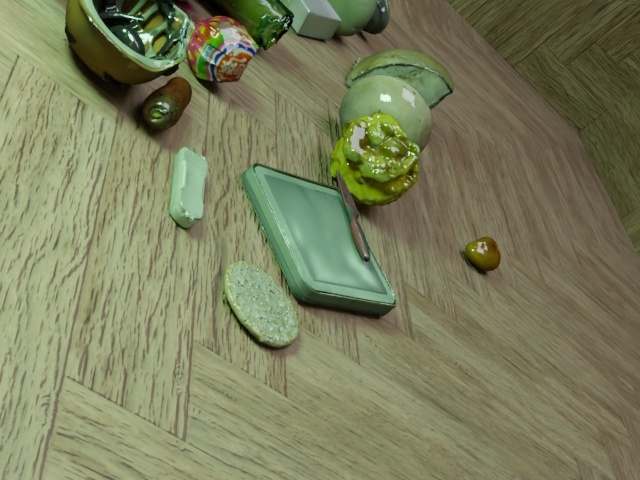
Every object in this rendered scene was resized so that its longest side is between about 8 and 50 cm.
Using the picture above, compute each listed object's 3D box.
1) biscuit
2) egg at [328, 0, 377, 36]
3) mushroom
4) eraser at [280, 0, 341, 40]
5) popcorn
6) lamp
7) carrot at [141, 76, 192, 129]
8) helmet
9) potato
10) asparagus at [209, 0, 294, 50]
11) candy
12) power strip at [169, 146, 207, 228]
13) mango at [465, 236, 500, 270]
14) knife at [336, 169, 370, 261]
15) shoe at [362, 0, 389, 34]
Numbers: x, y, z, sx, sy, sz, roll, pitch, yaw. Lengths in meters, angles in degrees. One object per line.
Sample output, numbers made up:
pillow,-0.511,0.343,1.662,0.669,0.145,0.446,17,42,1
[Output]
biscuit,-0.086,0.092,1.364,0.152,0.020,0.152,40,25,-23
egg,0.058,-0.653,2.424,0.186,0.186,0.253,-56,143,-65
mushroom,0.153,-0.277,2.042,0.207,0.207,0.215,46,44,-10
eraser,-0.107,-0.677,2.320,0.397,0.082,0.213,56,25,11
popcorn,0.113,-0.167,1.868,0.197,0.156,0.198,10,51,-13
lamp,0.000,0.000,1.607,0.266,0.047,0.269,16,42,-52
carrot,-0.239,-0.218,1.492,0.060,0.060,0.186,45,18,-12
helmet,-0.304,-0.315,1.428,0.198,0.130,0.224,43,37,-14
potato,0.197,-0.442,2.385,0.211,0.189,0.264,39,27,-23
asparagus,-0.220,-0.551,1.931,0.382,0.108,0.128,43,27,-13
candy,-0.250,-0.428,1.738,0.365,0.124,0.124,53,23,25
power strip,-0.197,-0.084,1.406,0.047,0.030,0.191,35,29,-28
mango,0.379,0.031,2.194,0.114,0.060,0.080,23,52,-49
knife,0.059,-0.048,1.699,0.035,0.018,0.247,31,29,-34
shoe,0.054,-0.697,2.584,0.336,0.132,0.171,46,30,-6
